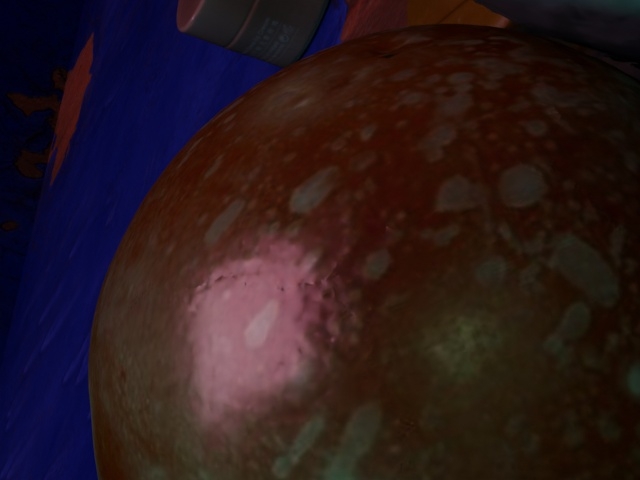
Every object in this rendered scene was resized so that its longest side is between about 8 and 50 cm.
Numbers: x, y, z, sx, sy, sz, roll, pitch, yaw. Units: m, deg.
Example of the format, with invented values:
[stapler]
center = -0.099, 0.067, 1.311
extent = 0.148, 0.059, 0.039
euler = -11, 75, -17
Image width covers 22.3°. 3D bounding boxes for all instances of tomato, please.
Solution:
[tomato]
center = 0.035, 0.065, 0.554
extent = 0.270, 0.222, 0.270
euler = 164, 90, -79

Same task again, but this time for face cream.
[face cream]
center = -0.055, -0.239, 1.448
extent = 0.149, 0.104, 0.149
euler = -162, 90, -73

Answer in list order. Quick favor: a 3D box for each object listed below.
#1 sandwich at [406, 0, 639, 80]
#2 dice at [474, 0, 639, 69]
[sandwich]
center = 0.127, -0.128, 0.741
extent = 0.187, 0.117, 0.144
euler = 127, 152, -49
[dice]
center = 0.161, -0.200, 0.458
extent = 0.262, 0.264, 0.268
euler = 164, 123, -70
